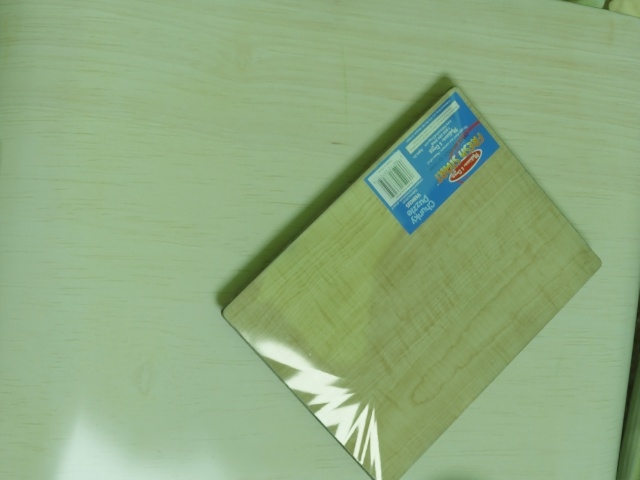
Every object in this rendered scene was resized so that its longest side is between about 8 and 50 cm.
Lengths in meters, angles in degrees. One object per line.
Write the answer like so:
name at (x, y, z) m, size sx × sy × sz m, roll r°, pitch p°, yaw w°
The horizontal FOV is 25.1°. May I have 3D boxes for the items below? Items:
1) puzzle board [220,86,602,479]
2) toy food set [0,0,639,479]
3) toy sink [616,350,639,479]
puzzle board at (0.037, 0.018, 0.554) m, size 0.128 × 0.011 × 0.096 m, roll -45°, pitch 104°, yaw -13°
toy food set at (0.000, 0.000, 0.595) m, size 0.306 × 0.092 × 0.220 m, roll 7°, pitch 90°, yaw -19°
toy sink at (0.223, 0.057, 0.611) m, size 0.131 × 0.153 × 0.234 m, roll 15°, pitch 85°, yaw -19°
